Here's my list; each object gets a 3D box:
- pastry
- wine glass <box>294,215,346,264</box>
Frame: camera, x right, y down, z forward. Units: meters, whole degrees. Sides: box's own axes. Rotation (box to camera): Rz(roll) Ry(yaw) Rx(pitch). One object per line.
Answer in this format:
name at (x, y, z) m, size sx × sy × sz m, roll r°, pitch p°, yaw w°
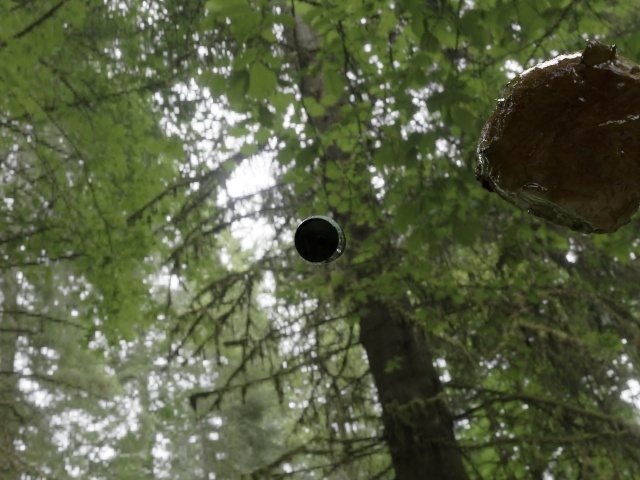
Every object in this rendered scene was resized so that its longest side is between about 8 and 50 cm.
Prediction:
pastry at (0.289, -0.111, 0.900) m, size 0.229 × 0.218 × 0.100 m, roll -13°, pitch -19°, yaw 14°
wine glass at (0.000, 0.000, 1.272) m, size 0.079 × 0.079 × 0.195 m, roll -16°, pitch -1°, yaw 4°
